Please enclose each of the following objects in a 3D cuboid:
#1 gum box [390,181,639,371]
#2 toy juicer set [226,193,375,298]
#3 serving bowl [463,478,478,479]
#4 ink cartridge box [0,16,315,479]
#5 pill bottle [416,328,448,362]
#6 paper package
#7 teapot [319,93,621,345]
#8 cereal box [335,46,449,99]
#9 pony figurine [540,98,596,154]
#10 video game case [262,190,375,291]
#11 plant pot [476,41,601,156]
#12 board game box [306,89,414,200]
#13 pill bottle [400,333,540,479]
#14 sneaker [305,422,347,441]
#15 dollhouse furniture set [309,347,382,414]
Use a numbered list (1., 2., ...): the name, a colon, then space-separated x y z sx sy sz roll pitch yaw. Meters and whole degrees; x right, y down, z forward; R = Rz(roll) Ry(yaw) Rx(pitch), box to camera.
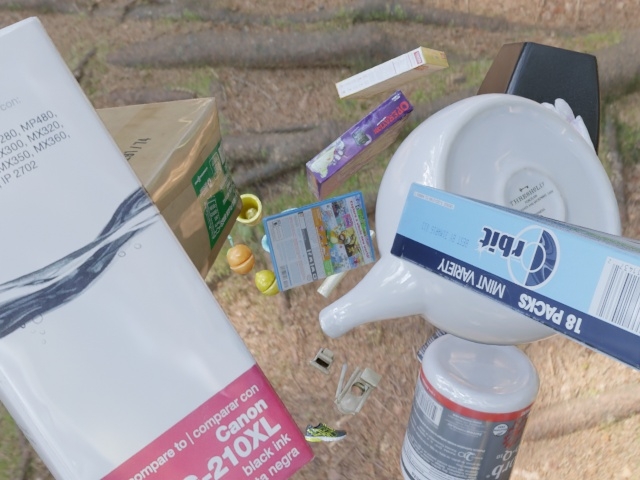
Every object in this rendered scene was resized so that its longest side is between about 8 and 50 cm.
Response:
1. gum box: 0.153 0.023 0.388 0.157 0.184 0.041 27 103 55
2. toy juicer set: -0.063 0.029 1.851 0.329 0.089 0.209 15 78 12
3. serving bowl: 0.254 0.410 1.290 0.027 0.083 0.083 -20 64 -8
4. ink cartridge box: -0.130 0.033 0.419 0.100 0.172 0.237 -34 98 -24
5. pill bottle: 0.334 0.201 1.787 0.130 0.130 0.245 44 97 24
6. paper package: -0.280 -0.023 0.975 0.310 0.168 0.325 -3 29 13
7. teapot: 0.152 -0.011 0.810 0.256 0.187 0.252 16 68 -22
8. cereal box: 0.179 -0.410 2.040 0.240 0.173 0.047 -18 89 28
9. pony figurine: 0.338 -0.001 1.324 0.303 0.351 0.363 -49 22 -26
10. video game case: 0.000 0.000 1.295 0.166 0.015 0.119 -17 104 -18
11. plant pot: 0.375 -0.248 1.424 0.188 0.188 0.166 10 99 -8
12. board game box: 0.066 -0.167 1.554 0.208 0.347 0.056 -35 88 -1
13. pill bottle: 0.262 0.368 1.528 0.210 0.362 0.210 6 30 -3
14. sneaker: 0.011 0.369 1.591 0.083 0.031 0.035 -1 84 -13
15. dollhouse furniture set: 0.039 0.322 1.907 0.161 0.182 0.101 32 76 6
